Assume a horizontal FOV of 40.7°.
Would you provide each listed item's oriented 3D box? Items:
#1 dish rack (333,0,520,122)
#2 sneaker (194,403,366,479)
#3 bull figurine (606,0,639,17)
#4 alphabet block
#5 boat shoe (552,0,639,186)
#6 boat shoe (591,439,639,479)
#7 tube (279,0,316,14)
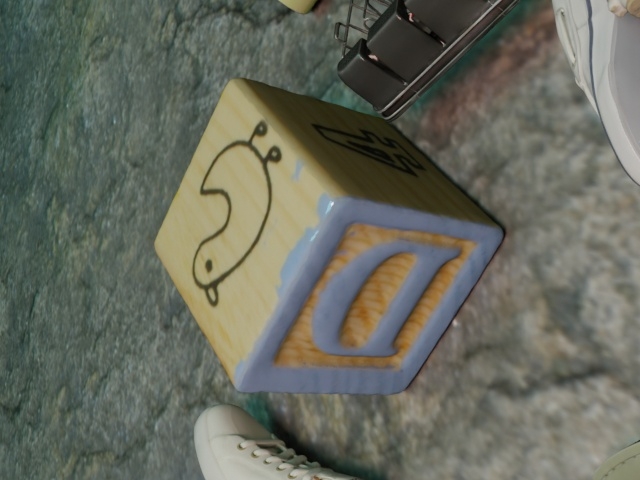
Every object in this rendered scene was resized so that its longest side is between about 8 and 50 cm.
[{"bbox_3d":[0.097,-0.261,0.751,0.208,0.074,0.271,-40,32,43],"label":"dish rack"},{"bbox_3d":[-0.008,0.234,0.798,0.290,0.106,0.123,45,111,34],"label":"sneaker"},{"bbox_3d":[0.214,-0.278,0.468,0.310,0.101,0.188,129,147,-48],"label":"bull figurine"},{"bbox_3d":[0.000,0.000,0.752,0.197,0.193,0.192,50,119,43],"label":"alphabet block"},{"bbox_3d":[0.218,-0.142,0.610,0.084,0.095,0.258,112,159,-67],"label":"boat shoe"},{"bbox_3d":[0.268,0.127,0.503,0.228,0.069,0.081,-29,89,45],"label":"boat shoe"},{"bbox_3d":[0.029,-0.350,0.898,0.070,0.062,0.240,38,114,2],"label":"tube"}]
